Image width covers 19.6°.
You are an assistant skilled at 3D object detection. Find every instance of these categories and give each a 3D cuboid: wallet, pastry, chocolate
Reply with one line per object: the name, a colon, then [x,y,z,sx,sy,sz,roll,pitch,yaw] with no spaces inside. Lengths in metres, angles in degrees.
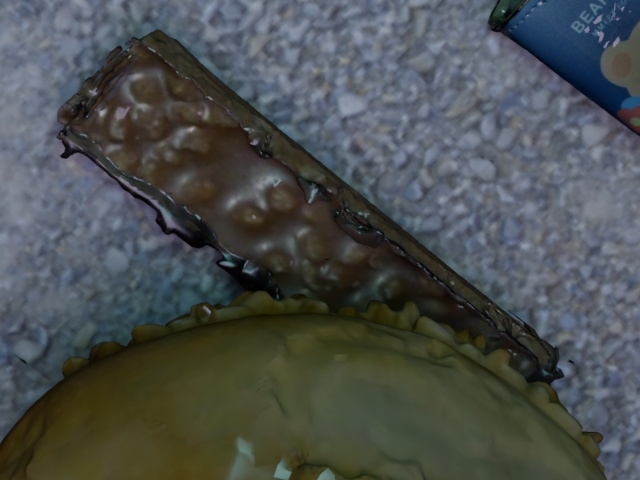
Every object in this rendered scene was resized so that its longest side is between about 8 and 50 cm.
wallet: [0.218,-0.118,1.065,0.202,0.059,0.141,35,111,-12]
pastry: [-0.008,0.208,1.047,0.409,0.245,0.410,0,122,0]
chocolate: [0.000,-0.002,1.081,0.329,0.065,0.102,37,132,-16]
